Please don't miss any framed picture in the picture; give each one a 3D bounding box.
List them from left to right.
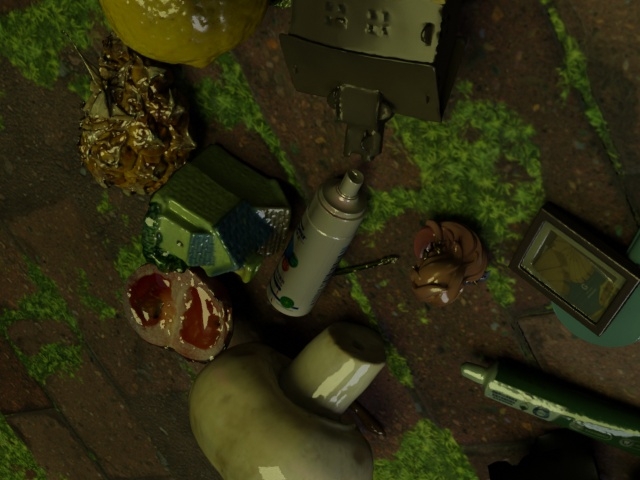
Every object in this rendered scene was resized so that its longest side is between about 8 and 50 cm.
[{"bbox_3d":[0.362,0.042,1.330,0.168,0.023,0.128,40,137,20],"label":"framed picture"}]

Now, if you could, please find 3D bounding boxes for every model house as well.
[{"bbox_3d":[-0.161,-0.012,1.511,0.189,0.214,0.195,24,129,13],"label":"model house"},{"bbox_3d":[0.075,-0.230,1.206,0.211,0.204,0.244,16,119,20],"label":"model house"}]

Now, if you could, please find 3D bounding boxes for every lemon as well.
[{"bbox_3d":[-0.185,-0.379,1.235,0.253,0.253,0.311,13,123,23],"label":"lemon"}]

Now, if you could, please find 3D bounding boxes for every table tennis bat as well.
[{"bbox_3d":[0.423,0.062,1.329,0.152,0.040,0.244,34,135,13],"label":"table tennis bat"}]

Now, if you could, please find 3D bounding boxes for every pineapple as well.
[{"bbox_3d":[-0.293,-0.177,1.489,0.161,0.158,0.335,25,127,31],"label":"pineapple"}]

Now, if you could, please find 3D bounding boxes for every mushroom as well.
[{"bbox_3d":[-0.064,0.312,1.609,0.324,0.353,0.353,2,134,-19],"label":"mushroom"}]

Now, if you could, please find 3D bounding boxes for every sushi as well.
[{"bbox_3d":[0.392,0.432,1.547,0.172,0.153,0.150,-21,130,17],"label":"sushi"}]

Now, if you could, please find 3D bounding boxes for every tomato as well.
[{"bbox_3d":[-0.244,0.110,1.717,0.227,0.112,0.199,24,123,13],"label":"tomato"}]

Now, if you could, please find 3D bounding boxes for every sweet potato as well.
[{"bbox_3d":[0.080,0.327,1.737,0.115,0.026,0.026,47,133,-4],"label":"sweet potato"}]

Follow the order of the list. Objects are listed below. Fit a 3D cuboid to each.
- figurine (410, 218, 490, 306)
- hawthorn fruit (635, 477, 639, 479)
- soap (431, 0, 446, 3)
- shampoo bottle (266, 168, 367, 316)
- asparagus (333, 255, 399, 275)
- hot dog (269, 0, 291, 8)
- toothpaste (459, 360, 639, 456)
[{"bbox_3d":[0.189,0.031,1.384,0.126,0.157,0.114,40,112,6],"label":"figurine"},{"bbox_3d":[0.575,0.464,1.427,0.253,0.205,0.205,10,128,7],"label":"hawthorn fruit"},{"bbox_3d":[0.140,-0.391,1.056,0.092,0.252,0.037,18,167,19],"label":"soap"},{"bbox_3d":[0.000,0.000,1.502,0.092,0.092,0.303,34,134,6],"label":"shampoo bottle"},{"bbox_3d":[0.064,0.046,1.551,0.166,0.013,0.016,-13,131,38],"label":"asparagus"},{"bbox_3d":[-0.037,-0.361,1.297,0.133,0.041,0.056,-22,109,40],"label":"hot dog"},{"bbox_3d":[0.408,0.271,1.475,0.391,0.061,0.099,20,137,12],"label":"toothpaste"}]
